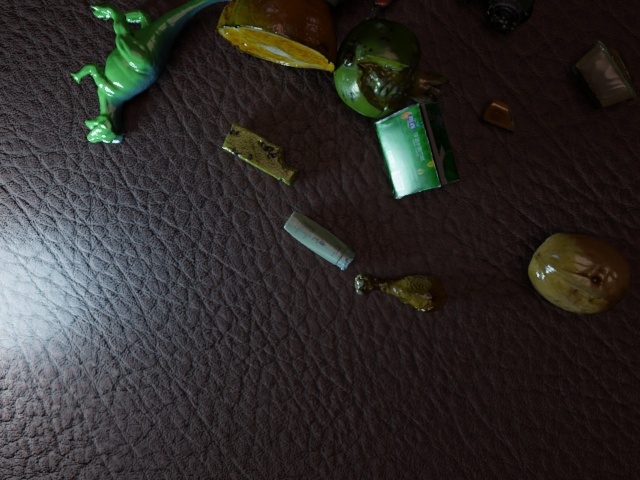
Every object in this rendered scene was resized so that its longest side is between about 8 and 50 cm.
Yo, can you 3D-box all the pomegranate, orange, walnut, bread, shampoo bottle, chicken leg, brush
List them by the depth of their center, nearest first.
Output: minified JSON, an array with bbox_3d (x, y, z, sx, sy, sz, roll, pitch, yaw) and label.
[{"bbox_3d":[-0.097,-0.499,1.003,0.274,0.274,0.310,-27,57,6],"label":"orange"},{"bbox_3d":[0.641,0.080,1.030,0.221,0.195,0.196,26,95,0],"label":"walnut"},{"bbox_3d":[0.182,-0.427,1.053,0.301,0.236,0.236,5,94,-26],"label":"pomegranate"},{"bbox_3d":[0.484,-0.334,1.092,0.103,0.049,0.062,22,128,3],"label":"bread"},{"bbox_3d":[0.191,-0.699,1.108,0.070,0.051,0.323,33,92,-3],"label":"brush"},{"bbox_3d":[0.215,0.131,1.120,0.251,0.107,0.087,8,111,13],"label":"chicken leg"},{"bbox_3d":[0.000,0.000,1.154,0.212,0.049,0.072,34,91,3],"label":"shampoo bottle"},{"bbox_3d":[-0.160,-0.242,1.159,0.226,0.049,0.088,28,95,3],"label":"bread"}]

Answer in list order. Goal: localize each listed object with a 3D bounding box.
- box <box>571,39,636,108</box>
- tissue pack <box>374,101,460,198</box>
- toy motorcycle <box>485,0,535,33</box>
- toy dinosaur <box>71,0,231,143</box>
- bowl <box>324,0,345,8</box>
[{"bbox_3d":[0.724,-0.419,1.044,0.111,0.111,0.177,-32,90,6],"label":"box"},{"bbox_3d":[0.265,-0.236,1.078,0.148,0.156,0.209,-13,95,49],"label":"tissue pack"},{"bbox_3d":[0.448,-0.676,1.052,0.275,0.127,0.205,29,96,-3],"label":"toy motorcycle"},{"bbox_3d":[-0.450,-0.469,1.134,0.499,0.144,0.375,-1,97,10],"label":"toy dinosaur"},{"bbox_3d":[0.002,-0.681,1.047,0.237,0.238,0.127,22,110,4],"label":"bowl"}]
